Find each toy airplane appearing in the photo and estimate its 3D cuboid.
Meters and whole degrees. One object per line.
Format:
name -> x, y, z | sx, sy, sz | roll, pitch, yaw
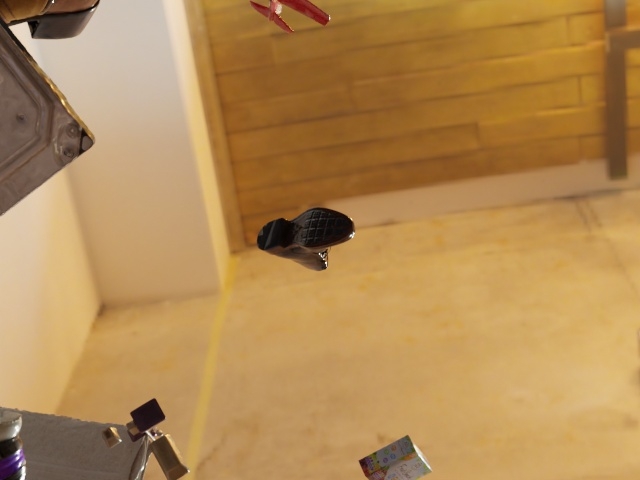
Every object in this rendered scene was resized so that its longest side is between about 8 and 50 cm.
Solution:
toy airplane -> -0.058, -0.300, 1.476 | 0.028, 0.151, 0.151 | -54, -146, -8

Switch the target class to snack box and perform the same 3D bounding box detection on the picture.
snack box -> 0.135, 0.401, 2.118 | 0.100, 0.141, 0.037 | -30, -121, 3

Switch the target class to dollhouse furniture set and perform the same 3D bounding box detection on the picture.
dollhouse furniture set -> -0.233, 0.298, 1.653 | 0.091, 0.081, 0.114 | -31, -116, -7

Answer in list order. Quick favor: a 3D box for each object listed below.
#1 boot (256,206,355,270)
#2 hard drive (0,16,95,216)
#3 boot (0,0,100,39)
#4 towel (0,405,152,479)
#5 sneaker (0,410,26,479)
boot -> 0.000, 0.000, 2.092 | 0.219, 0.082, 0.106 | -5, 153, 43
hard drive -> -0.385, -0.146, 1.005 | 0.237, 0.339, 0.064 | -37, -168, -2
boot -> -0.290, -0.296, 1.119 | 0.264, 0.280, 0.096 | -7, -121, -35
towel -> -0.417, 0.366, 1.890 | 0.282, 0.049, 0.187 | 8, -123, 9
sneaker -> -0.492, 0.302, 1.411 | 0.293, 0.146, 0.102 | -10, -173, -13
